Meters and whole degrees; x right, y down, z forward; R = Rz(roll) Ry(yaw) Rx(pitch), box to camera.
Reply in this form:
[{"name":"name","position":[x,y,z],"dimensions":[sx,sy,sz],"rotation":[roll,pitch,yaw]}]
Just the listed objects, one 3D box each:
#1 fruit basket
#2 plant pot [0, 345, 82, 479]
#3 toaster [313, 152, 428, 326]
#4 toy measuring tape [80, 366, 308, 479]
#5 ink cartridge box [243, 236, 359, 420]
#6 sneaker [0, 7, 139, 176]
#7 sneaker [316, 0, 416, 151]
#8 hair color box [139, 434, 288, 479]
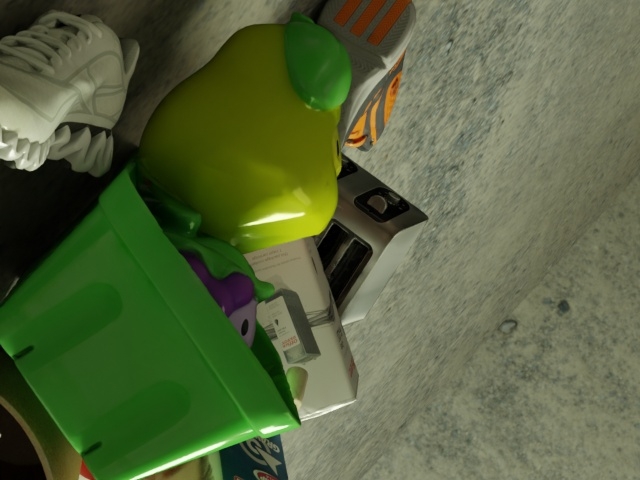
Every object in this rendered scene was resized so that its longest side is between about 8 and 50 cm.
[{"name":"fruit basket","position":[-0.086,0.003,1.585],"dimensions":[0.392,0.283,0.392],"rotation":[-33,-173,5]},{"name":"plant pot","position":[-0.304,0.180,1.620],"dimensions":[0.237,0.237,0.254],"rotation":[-55,180,16]},{"name":"toaster","position":[0.000,0.000,2.102],"dimensions":[0.185,0.168,0.110],"rotation":[-57,165,19]},{"name":"toy measuring tape","position":[-0.163,0.163,1.820],"dimensions":[0.330,0.121,0.121],"rotation":[-23,-174,39]},{"name":"ink cartridge box","position":[-0.033,0.072,1.970],"dimensions":[0.092,0.217,0.158],"rotation":[-16,-176,4]},{"name":"sneaker","position":[-0.211,-0.119,1.366],"dimensions":[0.118,0.110,0.292],"rotation":[-60,172,7]},{"name":"sneaker","position":[-0.004,-0.109,1.907],"dimensions":[0.321,0.125,0.180],"rotation":[-49,164,-12]},{"name":"hair color box","position":[-0.135,0.226,1.935],"dimensions":[0.174,0.105,0.347],"rotation":[-43,-149,20]}]
